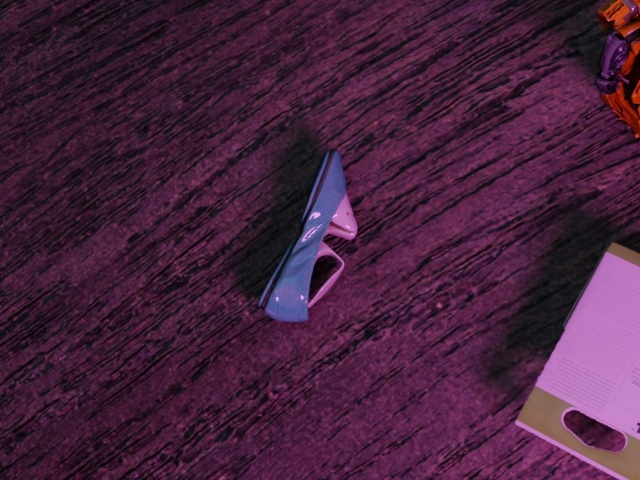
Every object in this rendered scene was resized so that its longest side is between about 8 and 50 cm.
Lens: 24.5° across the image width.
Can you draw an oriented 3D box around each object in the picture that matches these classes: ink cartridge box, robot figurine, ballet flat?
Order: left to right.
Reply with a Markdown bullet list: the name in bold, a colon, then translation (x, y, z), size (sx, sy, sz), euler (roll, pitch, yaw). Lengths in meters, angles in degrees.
- **ballet flat**: translation (0.000, 0.000, 1.987), size (0.087, 0.083, 0.247), euler (23, 78, -1)
- **ink cartridge box**: translation (0.378, 0.159, 1.787), size (0.188, 0.097, 0.255), euler (27, 82, 24)
- **robot figurine**: translation (0.415, -0.241, 1.815), size (0.211, 0.291, 0.085), euler (-40, 64, -1)
